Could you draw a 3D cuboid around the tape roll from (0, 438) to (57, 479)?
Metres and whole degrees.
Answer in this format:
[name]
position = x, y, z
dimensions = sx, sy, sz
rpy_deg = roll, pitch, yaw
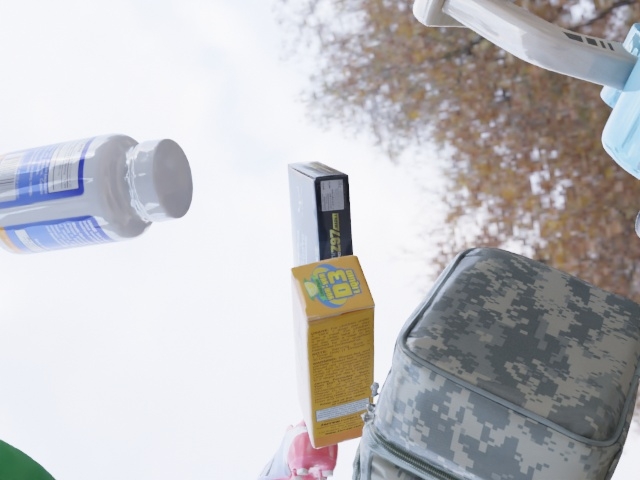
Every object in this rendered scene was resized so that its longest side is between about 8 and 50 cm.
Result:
[tape roll]
position = -0.359, 0.286, 0.913
dimensions = 0.321, 0.321, 0.077
rpy_deg = 52, -164, -31

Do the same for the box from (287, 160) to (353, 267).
[box]
position = 0.000, 0.000, 1.711
dimensions = 0.059, 0.183, 0.232
rpy_deg = -6, -78, -13

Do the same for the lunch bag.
[lunch bag]
position = 0.154, 0.182, 1.000
dimensions = 0.305, 0.213, 0.256
rpy_deg = -45, -28, -61

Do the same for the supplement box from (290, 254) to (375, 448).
[supplement box]
position = 0.014, 0.122, 1.154
dimensions = 0.233, 0.080, 0.078
rpy_deg = 85, 169, -49

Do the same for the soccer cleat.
[soccer cleat]
position = -0.031, 0.302, 1.524
dimensions = 0.083, 0.248, 0.095
rpy_deg = 10, -115, -13

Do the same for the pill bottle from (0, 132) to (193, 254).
[pill bottle]
position = -0.322, -0.068, 1.527
dimensions = 0.152, 0.272, 0.152
rpy_deg = -7, -90, -69

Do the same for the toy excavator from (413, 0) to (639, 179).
[toy excavator]
position = 0.365, -0.185, 1.235
dimensions = 0.445, 0.222, 0.433
rpy_deg = 10, -149, -22

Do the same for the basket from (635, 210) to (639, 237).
[basket]
position = 0.557, 0.015, 1.435
dimensions = 0.204, 0.154, 0.227
rpy_deg = 4, -142, -49
